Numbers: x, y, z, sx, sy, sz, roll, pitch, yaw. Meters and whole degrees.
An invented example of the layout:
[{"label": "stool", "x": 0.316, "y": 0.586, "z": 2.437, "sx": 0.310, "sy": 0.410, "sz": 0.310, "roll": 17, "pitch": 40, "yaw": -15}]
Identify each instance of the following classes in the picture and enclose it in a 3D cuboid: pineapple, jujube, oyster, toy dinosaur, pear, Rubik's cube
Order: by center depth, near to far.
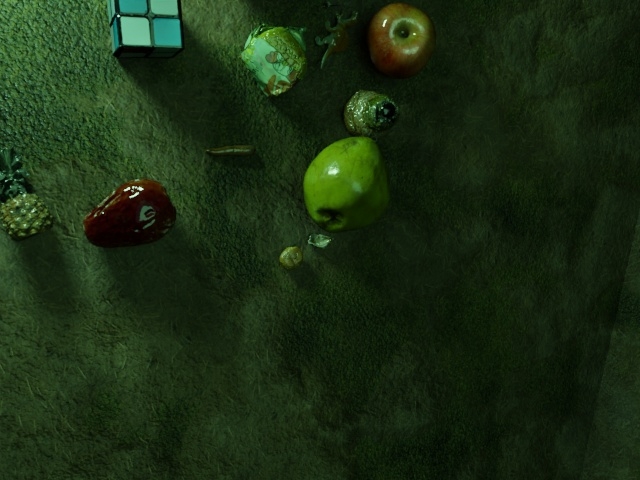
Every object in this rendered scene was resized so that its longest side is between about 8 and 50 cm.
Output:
[{"label": "pineapple", "x": -0.824, "y": -0.126, "z": 1.546, "sx": 0.128, "sy": 0.128, "sz": 0.247, "roll": -22, "pitch": 101, "yaw": -21}, {"label": "Rubik's cube", "x": -0.491, "y": -0.609, "z": 1.598, "sx": 0.184, "sy": 0.180, "sz": 0.167, "roll": -9, "pitch": 102, "yaw": -26}, {"label": "jujube", "x": -0.553, "y": -0.069, "z": 1.659, "sx": 0.256, "sy": 0.190, "sz": 0.189, "roll": -21, "pitch": 106, "yaw": -4}, {"label": "pear", "x": 0.101, "y": -0.202, "z": 1.892, "sx": 0.287, "sy": 0.287, "sz": 0.375, "roll": 43, "pitch": 64, "yaw": -24}, {"label": "toy dinosaur", "x": 0.053, "y": -0.679, "z": 1.926, "sx": 0.142, "sy": 0.057, "sz": 0.211, "roll": -1, "pitch": 110, "yaw": -44}, {"label": "oyster", "x": 0.000, "y": 0.003, "z": 1.995, "sx": 0.093, "sy": 0.034, "sz": 0.051, "roll": 14, "pitch": 75, "yaw": -15}]

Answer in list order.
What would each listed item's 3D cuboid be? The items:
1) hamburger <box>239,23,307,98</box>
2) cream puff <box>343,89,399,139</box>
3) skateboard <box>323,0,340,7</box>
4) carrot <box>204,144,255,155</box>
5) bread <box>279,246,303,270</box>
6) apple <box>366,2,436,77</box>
[{"label": "hamburger", "x": -0.125, "y": -0.587, "z": 1.801, "sx": 0.235, "sy": 0.125, "sz": 0.214, "roll": -33, "pitch": 120, "yaw": -3}, {"label": "cream puff", "x": 0.189, "y": -0.430, "z": 1.948, "sx": 0.184, "sy": 0.169, "sz": 0.183, "roll": -4, "pitch": 100, "yaw": -25}, {"label": "skateboard", "x": 0.033, "y": -0.824, "z": 1.902, "sx": 0.064, "sy": 0.032, "sz": 0.083, "roll": -21, "pitch": 108, "yaw": -32}, {"label": "carrot", "x": -0.286, "y": -0.287, "z": 1.820, "sx": 0.165, "sy": 0.036, "sz": 0.035, "roll": -4, "pitch": 99, "yaw": -22}, {"label": "bread", "x": -0.101, "y": 0.062, "z": 1.947, "sx": 0.083, "sy": 0.046, "sz": 0.080, "roll": -6, "pitch": 97, "yaw": -23}, {"label": "apple", "x": 0.261, "y": -0.669, "z": 1.922, "sx": 0.242, "sy": 0.241, "sz": 0.241, "roll": -1, "pitch": 95, "yaw": -9}]
